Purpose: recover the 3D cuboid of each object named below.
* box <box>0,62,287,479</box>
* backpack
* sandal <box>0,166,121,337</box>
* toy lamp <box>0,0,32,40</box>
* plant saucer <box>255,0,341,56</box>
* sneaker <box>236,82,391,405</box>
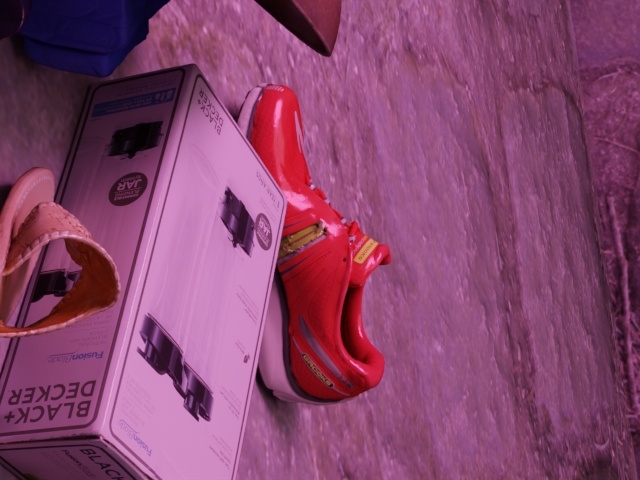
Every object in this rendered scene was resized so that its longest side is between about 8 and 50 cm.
[{"bbox_3d":[-0.112,0.045,0.922,0.169,0.087,0.290,55,35,-48],"label":"box"},{"bbox_3d":[-0.149,-0.172,0.898,0.120,0.098,0.101,-66,171,-51],"label":"backpack"},{"bbox_3d":[-0.154,0.028,0.767,0.240,0.079,0.088,-73,175,-70],"label":"sandal"},{"bbox_3d":[-0.215,-0.081,0.735,0.080,0.080,0.274,58,33,-45],"label":"toy lamp"},{"bbox_3d":[-0.089,-0.241,0.865,0.310,0.050,0.310,46,2,-2],"label":"plant saucer"},{"bbox_3d":[0.000,0.000,1.159,0.107,0.118,0.279,-29,110,-66],"label":"sneaker"}]
